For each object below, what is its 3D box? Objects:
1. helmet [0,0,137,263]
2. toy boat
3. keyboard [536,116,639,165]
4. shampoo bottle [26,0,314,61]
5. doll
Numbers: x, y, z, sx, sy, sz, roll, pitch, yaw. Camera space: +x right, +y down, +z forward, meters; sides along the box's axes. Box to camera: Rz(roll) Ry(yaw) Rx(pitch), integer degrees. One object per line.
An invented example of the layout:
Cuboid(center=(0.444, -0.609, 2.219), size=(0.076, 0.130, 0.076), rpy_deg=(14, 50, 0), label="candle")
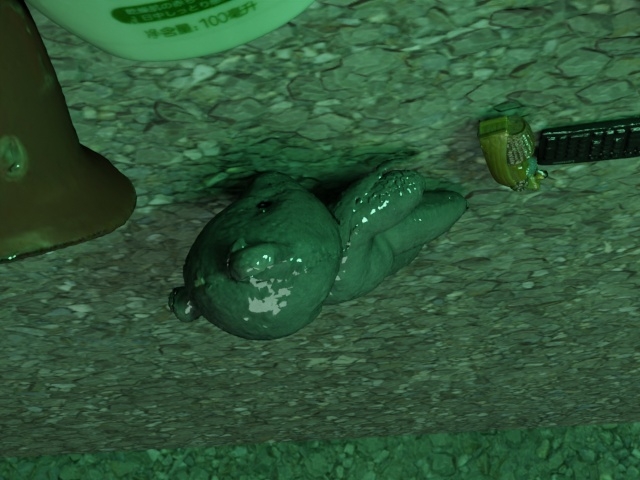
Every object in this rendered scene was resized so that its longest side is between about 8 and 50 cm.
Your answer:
Cuboid(center=(-0.313, -0.115, 0.793), size=(0.385, 0.230, 0.337), rpy_deg=(-1, -160, 4), label="helmet")
Cuboid(center=(0.190, -0.082, 1.309), size=(0.049, 0.047, 0.149), rpy_deg=(-3, 160, 18), label="toy boat")
Cuboid(center=(0.341, -0.104, 1.337), size=(0.251, 0.017, 0.087), rpy_deg=(-7, 160, 3), label="keyboard")
Cuboid(center=(-0.104, -0.231, 0.681), size=(0.222, 0.151, 0.349), rpy_deg=(-12, 158, 6), label="shampoo bottle")
Cuboid(center=(-0.005, -0.006, 1.379), size=(0.340, 0.158, 0.246), rpy_deg=(-26, 171, -41), label="doll")
